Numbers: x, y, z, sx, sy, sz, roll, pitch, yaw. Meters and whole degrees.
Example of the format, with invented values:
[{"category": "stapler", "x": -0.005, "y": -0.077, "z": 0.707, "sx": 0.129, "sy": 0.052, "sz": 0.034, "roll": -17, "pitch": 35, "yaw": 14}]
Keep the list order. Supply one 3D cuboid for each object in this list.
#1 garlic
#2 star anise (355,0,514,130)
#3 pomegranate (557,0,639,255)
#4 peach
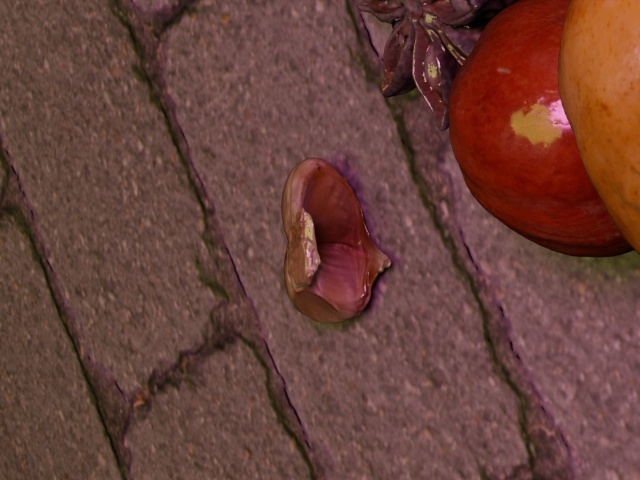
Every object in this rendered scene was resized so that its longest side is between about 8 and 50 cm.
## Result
[{"category": "garlic", "x": 0.004, "y": 0.000, "z": 1.942, "sx": 0.124, "sy": 0.099, "sz": 0.174, "roll": 171, "pitch": 95, "yaw": -68}, {"category": "star anise", "x": 0.122, "y": -0.229, "z": 1.758, "sx": 0.223, "sy": 0.109, "sz": 0.236, "roll": -40, "pitch": 65, "yaw": 60}, {"category": "pomegranate", "x": 0.354, "y": -0.105, "z": 1.300, "sx": 0.417, "sy": 0.417, "sz": 0.416, "roll": 9, "pitch": 102, "yaw": 47}, {"category": "peach", "x": 0.242, "y": -0.092, "z": 1.563, "sx": 0.257, "sy": 0.232, "sz": 0.232, "roll": 30, "pitch": 118, "yaw": 32}]
